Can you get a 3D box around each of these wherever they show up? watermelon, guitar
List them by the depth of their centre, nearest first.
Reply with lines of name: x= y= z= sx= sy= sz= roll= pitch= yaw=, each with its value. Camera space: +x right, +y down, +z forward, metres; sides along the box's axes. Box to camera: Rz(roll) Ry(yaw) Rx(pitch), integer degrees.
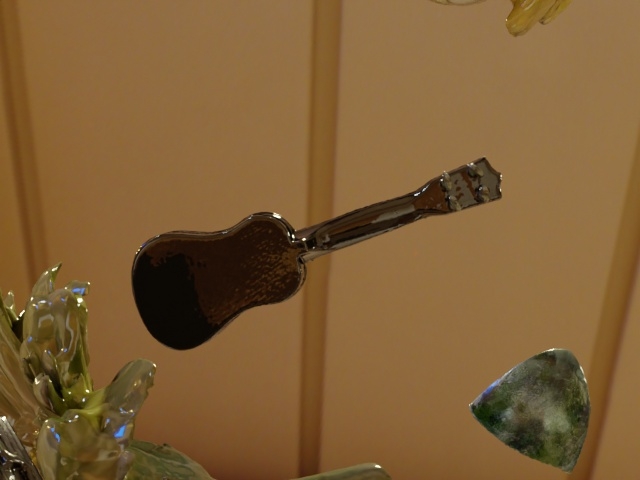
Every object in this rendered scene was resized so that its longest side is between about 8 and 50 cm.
watermelon: x=0.152 y=0.115 z=0.877 sx=0.085 sy=0.085 sz=0.061 roll=16 pitch=-20 yaw=0
guitar: x=0.001 y=0.000 z=0.877 sx=0.271 sy=0.038 sz=0.084 roll=-20 pitch=-89 yaw=1

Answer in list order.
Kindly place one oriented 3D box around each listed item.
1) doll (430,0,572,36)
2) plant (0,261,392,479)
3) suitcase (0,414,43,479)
doll: x=0.060 y=-0.255 z=0.941 sx=0.296 sy=0.141 sz=0.117 roll=33 pitch=-51 yaw=22
plant: x=-0.137 y=0.163 z=0.753 sx=0.261 sy=0.297 sz=0.306 roll=7 pitch=-74 yaw=31
suitcase: x=-0.150 y=0.134 z=0.530 sx=0.086 sy=0.126 sz=0.059 roll=-47 pitch=-33 yaw=12
